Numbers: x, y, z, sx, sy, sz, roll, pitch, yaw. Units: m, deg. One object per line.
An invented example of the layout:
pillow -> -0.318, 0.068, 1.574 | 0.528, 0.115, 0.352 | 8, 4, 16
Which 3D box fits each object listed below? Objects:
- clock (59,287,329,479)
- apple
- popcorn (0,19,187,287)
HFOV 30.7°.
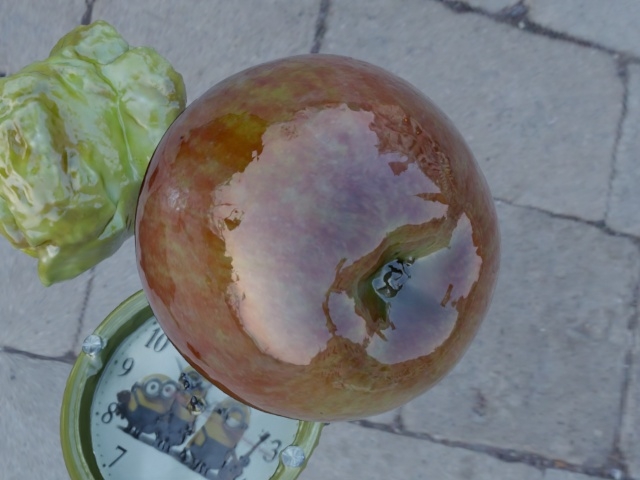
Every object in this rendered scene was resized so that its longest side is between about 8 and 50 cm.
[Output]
clock -> -0.101, 0.139, 0.971 | 0.237, 0.057, 0.237 | -8, 63, 15
apple -> 0.000, 0.000, 0.605 | 0.188, 0.174, 0.188 | -10, 110, -27
popcorn -> -0.268, -0.101, 1.307 | 0.276, 0.276, 0.225 | -38, 85, -15
